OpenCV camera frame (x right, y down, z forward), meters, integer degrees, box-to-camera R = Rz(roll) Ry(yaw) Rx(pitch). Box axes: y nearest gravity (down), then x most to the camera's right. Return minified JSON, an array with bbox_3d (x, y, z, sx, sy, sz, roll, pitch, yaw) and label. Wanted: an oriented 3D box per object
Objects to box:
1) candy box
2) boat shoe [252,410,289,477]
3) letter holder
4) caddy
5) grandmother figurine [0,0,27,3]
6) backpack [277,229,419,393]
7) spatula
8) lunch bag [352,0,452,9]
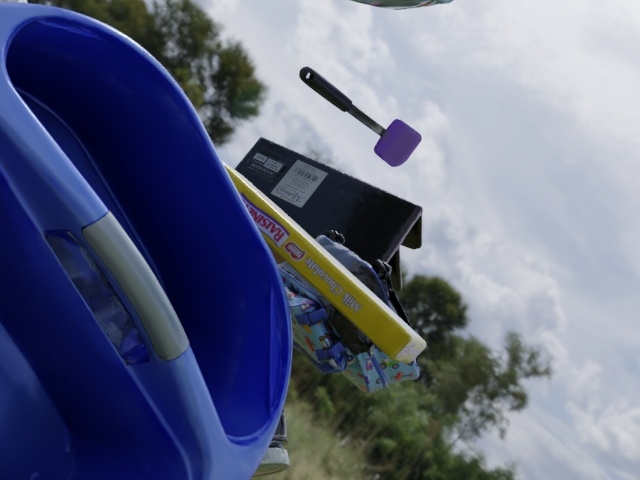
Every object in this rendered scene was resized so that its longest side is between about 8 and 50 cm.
[{"bbox_3d":[-0.005,0.016,0.676,0.206,0.027,0.105,42,4,16],"label":"candy box"},{"bbox_3d":[-0.143,0.188,0.814,0.081,0.228,0.068,82,3,-66],"label":"boat shoe"},{"bbox_3d":[0.000,0.000,1.433,0.302,0.152,0.214,25,-27,22],"label":"letter holder"},{"bbox_3d":[-0.153,0.029,0.541,0.179,0.241,0.341,-3,-58,46],"label":"caddy"},{"bbox_3d":[-0.321,-0.102,0.781,0.208,0.104,0.342,59,-37,39],"label":"grandmother figurine"},{"bbox_3d":[0.029,0.096,0.981,0.173,0.117,0.158,63,-13,-26],"label":"backpack"},{"bbox_3d":[0.071,-0.230,1.618,0.296,0.084,0.030,32,7,-29],"label":"spatula"},{"bbox_3d":[0.086,-0.439,1.198,0.279,0.224,0.108,-5,7,-44],"label":"lunch bag"}]
